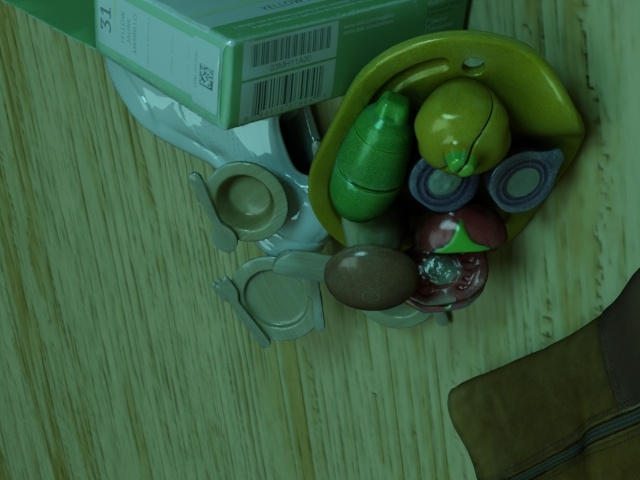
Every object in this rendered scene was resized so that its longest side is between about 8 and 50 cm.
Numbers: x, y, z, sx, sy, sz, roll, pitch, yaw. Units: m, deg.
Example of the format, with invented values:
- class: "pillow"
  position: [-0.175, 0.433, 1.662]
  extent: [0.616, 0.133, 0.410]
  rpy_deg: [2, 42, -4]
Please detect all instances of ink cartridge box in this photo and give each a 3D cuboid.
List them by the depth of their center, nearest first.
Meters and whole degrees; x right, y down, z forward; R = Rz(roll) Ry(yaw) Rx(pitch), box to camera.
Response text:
- class: "ink cartridge box"
  position: [-0.058, -0.144, 0.700]
  extent: [0.235, 0.171, 0.056]
  rpy_deg: [34, 132, 38]

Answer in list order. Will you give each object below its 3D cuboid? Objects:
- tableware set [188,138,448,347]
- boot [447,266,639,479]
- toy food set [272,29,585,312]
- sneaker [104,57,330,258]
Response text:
- class: "tableware set"
  position: [0.000, 0.000, 0.770]
  extent: [0.169, 0.020, 0.141]
  rpy_deg: [-12, 113, 20]
- class: "boot"
  position: [0.159, 0.150, 0.597]
  extent: [0.280, 0.096, 0.264]
  rpy_deg: [-47, 54, 51]
- class: "toy food set"
  position: [0.056, -0.010, 0.655]
  extent: [0.218, 0.128, 0.071]
  rpy_deg: [117, 164, -47]
- class: "sneaker"
  position: [-0.054, -0.090, 0.815]
  extent: [0.212, 0.080, 0.094]
  rpy_deg: [46, 133, 11]
